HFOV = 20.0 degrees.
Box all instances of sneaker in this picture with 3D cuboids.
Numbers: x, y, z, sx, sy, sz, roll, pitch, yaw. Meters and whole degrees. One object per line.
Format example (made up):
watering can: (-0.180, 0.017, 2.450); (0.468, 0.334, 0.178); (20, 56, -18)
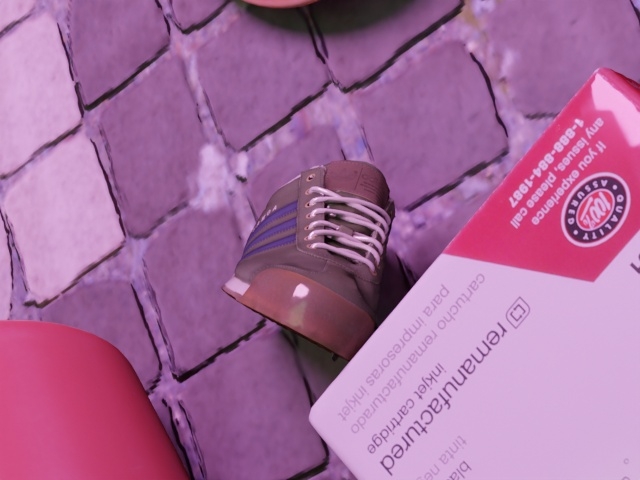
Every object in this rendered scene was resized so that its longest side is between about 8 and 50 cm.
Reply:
sneaker: (0.000, 0.000, 0.841); (0.064, 0.192, 0.086); (29, 89, -8)

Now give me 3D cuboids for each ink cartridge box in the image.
ink cartridge box: (0.158, 0.097, 0.713); (0.197, 0.114, 0.273); (-51, 59, 14)

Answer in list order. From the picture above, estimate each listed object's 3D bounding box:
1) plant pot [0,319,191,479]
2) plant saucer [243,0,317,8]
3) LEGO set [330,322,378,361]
plant pot: (-0.159, 0.190, 0.894); (0.275, 0.275, 0.243); (-39, 55, 30)
plant saucer: (-0.023, -0.218, 0.914); (0.200, 0.037, 0.200); (19, 118, 40)
LEGO set: (0.034, 0.070, 0.890); (0.054, 0.023, 0.083); (-19, 88, 38)
